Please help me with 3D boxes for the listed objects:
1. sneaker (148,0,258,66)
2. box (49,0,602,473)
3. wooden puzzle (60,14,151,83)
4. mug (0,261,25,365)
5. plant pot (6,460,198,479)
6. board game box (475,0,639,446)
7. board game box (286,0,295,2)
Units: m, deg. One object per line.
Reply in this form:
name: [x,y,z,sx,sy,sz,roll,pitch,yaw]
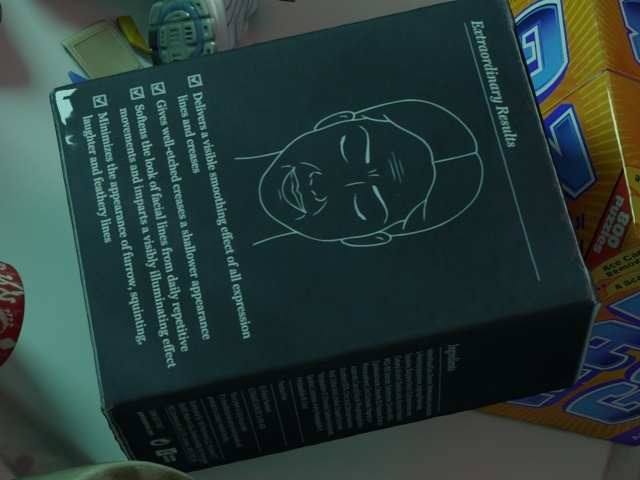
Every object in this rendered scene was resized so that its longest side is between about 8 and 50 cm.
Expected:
sneaker: [-0.098,-0.256,1.617,0.129,0.111,0.297,-15,108,-40]
box: [0.000,0.000,1.398,0.395,0.212,0.293,-12,66,-1]
wooden puzzle: [-0.211,-0.179,1.617,0.116,0.014,0.078,-29,80,-46]
mug: [-0.338,0.063,1.310,0.169,0.150,0.113,13,20,-39]
plant pot: [-0.182,0.287,1.150,0.323,0.280,0.323,22,50,-29]
board game box: [0.296,-0.039,1.699,0.356,0.356,0.356,15,55,-33]
board game box: [-0.159,-0.393,1.656,0.336,0.079,0.254,5,97,-38]
